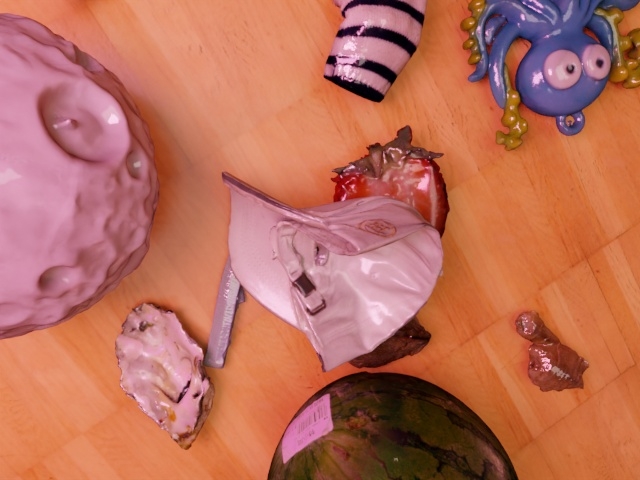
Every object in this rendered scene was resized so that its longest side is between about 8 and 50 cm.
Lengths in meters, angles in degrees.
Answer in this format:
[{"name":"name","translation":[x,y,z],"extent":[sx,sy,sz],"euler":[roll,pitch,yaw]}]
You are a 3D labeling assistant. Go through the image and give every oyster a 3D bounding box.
[{"name":"oyster","translation":[-0.219,0.190,0.718],"extent":[0.133,0.072,0.209],"euler":[-42,85,3]}]

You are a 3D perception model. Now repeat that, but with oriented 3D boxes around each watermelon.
[{"name":"watermelon","translation":[0.102,0.365,0.678],"extent":[0.363,0.363,0.363],"euler":[-2,98,-12]}]

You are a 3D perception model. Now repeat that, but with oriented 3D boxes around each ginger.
[{"name":"ginger","translation":[0.391,0.203,0.854],"extent":[0.165,0.067,0.096],"euler":[44,87,-2]}]

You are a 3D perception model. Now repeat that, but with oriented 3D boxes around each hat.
[{"name":"hat","translation":[-0.001,0.006,0.648],"extent":[0.301,0.258,0.168],"euler":[34,50,20]}]

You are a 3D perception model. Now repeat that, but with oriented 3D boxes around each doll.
[{"name":"doll","translation":[0.386,-0.333,0.756],"extent":[0.346,0.099,0.341],"euler":[-14,103,-13]}]

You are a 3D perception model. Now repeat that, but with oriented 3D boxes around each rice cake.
[{"name":"rice cake","translation":[-0.140,0.107,0.736],"extent":[0.042,0.030,0.180],"euler":[13,95,-5]}]

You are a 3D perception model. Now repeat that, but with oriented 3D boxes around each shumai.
[{"name":"shumai","translation":[0.106,0.148,0.780],"extent":[0.139,0.105,0.123],"euler":[20,137,-5]}]

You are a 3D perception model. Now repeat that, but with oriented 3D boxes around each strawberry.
[{"name":"strawberry","translation":[0.121,-0.040,0.736],"extent":[0.174,0.098,0.228],"euler":[-27,105,3]}]

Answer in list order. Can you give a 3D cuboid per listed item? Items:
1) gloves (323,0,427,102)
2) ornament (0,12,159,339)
[{"name":"gloves","translation":[0.085,-0.315,0.679],"extent":[0.140,0.131,0.219],"euler":[19,103,-17]},{"name":"ornament","translation":[-0.334,-0.067,0.505],"extent":[0.337,0.337,0.337],"euler":[-2,98,-12]}]
